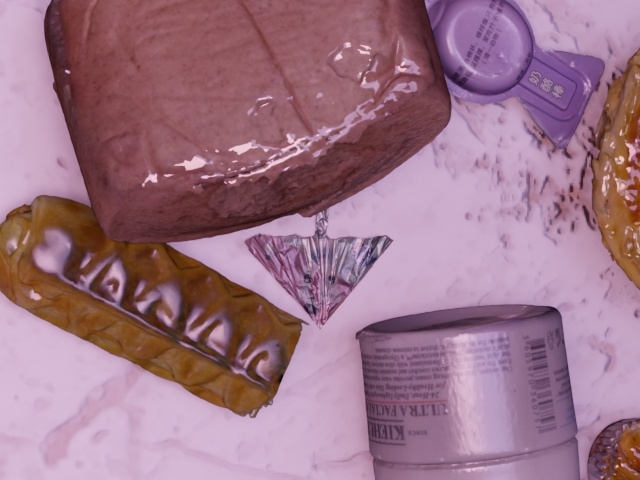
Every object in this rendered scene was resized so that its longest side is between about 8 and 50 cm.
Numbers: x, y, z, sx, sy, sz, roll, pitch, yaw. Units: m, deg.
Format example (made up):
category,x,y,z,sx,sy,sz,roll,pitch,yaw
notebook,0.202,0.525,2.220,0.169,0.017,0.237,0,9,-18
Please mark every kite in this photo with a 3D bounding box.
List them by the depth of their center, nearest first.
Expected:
category,x,y,z,sx,sy,sz,roll,pitch,yaw
kite,0.000,0.000,1.404,0.139,0.011,0.157,2,90,-21

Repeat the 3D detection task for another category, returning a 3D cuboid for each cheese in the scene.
category,x,y,z,sx,sy,sz,roll,pitch,yaw
cheese,0.164,-0.163,1.442,0.191,0.042,0.105,29,82,-18

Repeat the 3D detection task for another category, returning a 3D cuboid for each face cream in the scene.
category,x,y,z,sx,sy,sz,roll,pitch,yaw
face cream,0.125,0.138,1.359,0.177,0.177,0.153,-8,91,-19

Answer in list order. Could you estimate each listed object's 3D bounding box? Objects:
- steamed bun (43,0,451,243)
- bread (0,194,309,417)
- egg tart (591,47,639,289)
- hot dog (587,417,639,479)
category,x,y,z,sx,sy,sz,roll,pitch,yaw
steamed bun,-0.054,-0.127,1.282,0.301,0.199,0.252,-19,68,-2
bread,-0.145,0.051,1.314,0.269,0.098,0.087,28,40,-16
egg tart,0.360,-0.057,1.473,0.294,0.116,0.295,0,90,-21
hot dog,0.375,0.226,1.499,0.268,0.075,0.144,-1,90,-20
